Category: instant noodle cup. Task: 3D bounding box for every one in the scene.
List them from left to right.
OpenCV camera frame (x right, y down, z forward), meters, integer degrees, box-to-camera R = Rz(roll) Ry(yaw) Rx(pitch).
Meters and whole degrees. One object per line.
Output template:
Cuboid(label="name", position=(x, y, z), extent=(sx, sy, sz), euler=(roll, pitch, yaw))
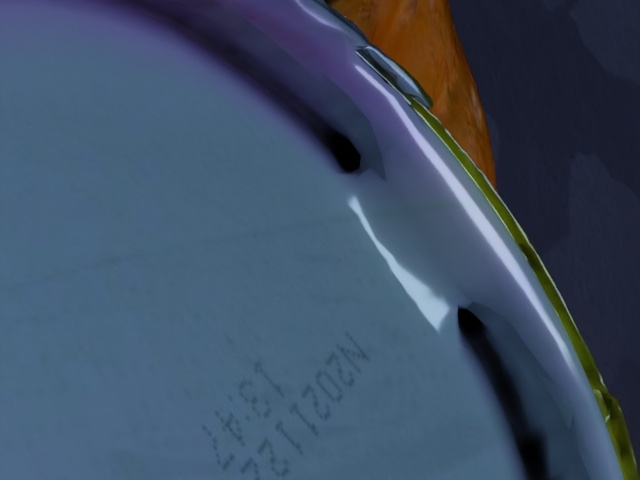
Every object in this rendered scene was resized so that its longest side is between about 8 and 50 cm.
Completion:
Cuboid(label="instant noodle cup", position=(-0.070, 0.073, 0.383), extent=(0.264, 0.200, 0.264), euler=(31, 42, -33))

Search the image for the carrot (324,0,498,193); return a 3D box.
Cuboid(label="carrot", position=(0.000, 0.000, 0.647), extent=(0.225, 0.159, 0.159), euler=(63, 30, -29))
